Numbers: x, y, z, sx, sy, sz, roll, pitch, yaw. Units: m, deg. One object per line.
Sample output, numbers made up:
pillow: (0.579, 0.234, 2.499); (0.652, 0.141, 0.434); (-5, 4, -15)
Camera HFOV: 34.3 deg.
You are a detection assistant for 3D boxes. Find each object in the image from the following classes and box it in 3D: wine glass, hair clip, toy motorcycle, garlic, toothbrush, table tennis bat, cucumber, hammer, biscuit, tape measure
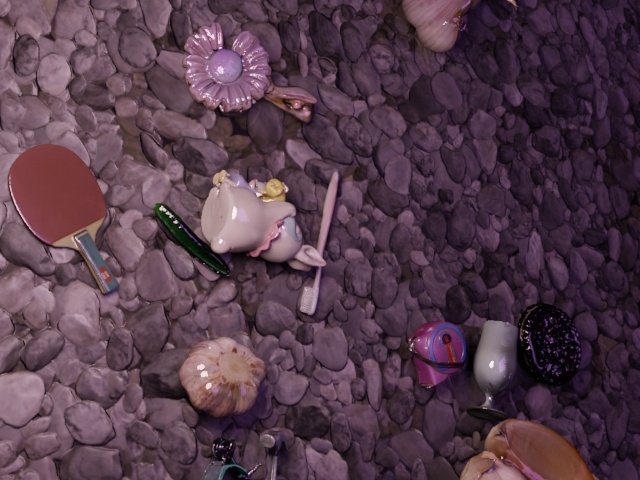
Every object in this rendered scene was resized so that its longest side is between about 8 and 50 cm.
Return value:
wine glass: (0.367, 0.272, 2.191); (0.093, 0.093, 0.202); (28, 63, -28)
hair clip: (-0.122, -0.304, 1.992); (0.300, 0.069, 0.173); (19, 67, -31)
toy motorcycle: (-0.171, 0.424, 1.772); (0.100, 0.058, 0.173); (39, 59, -31)
garlic: (-0.174, 0.240, 1.792); (0.147, 0.102, 0.159); (54, 40, 5)
garlic: (0.418, 0.505, 2.096); (0.313, 0.249, 0.286); (28, 78, -6)
garlic: (0.313, -0.525, 2.302); (0.207, 0.256, 0.207); (5, 90, -77)
toothbrush: (0.000, 0.000, 2.031); (0.029, 0.025, 0.307); (21, 66, -22)
table tennis bat: (-0.416, -0.034, 1.733); (0.154, 0.021, 0.274); (-32, 96, -38)
cucumber: (-0.231, 0.001, 1.854); (0.036, 0.033, 0.184); (-47, 108, -9)
hammer: (-0.088, 0.459, 1.824); (0.103, 0.029, 0.247); (21, 73, -76)
biscuit: (0.514, 0.233, 2.335); (0.194, 0.053, 0.195); (10, 72, -35)
tape measure: (0.235, 0.226, 2.117); (0.125, 0.074, 0.118); (-22, 97, -33)

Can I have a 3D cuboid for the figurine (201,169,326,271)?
figurine: (-0.096, -0.029, 1.911); (0.235, 0.127, 0.155); (17, 54, -36)
